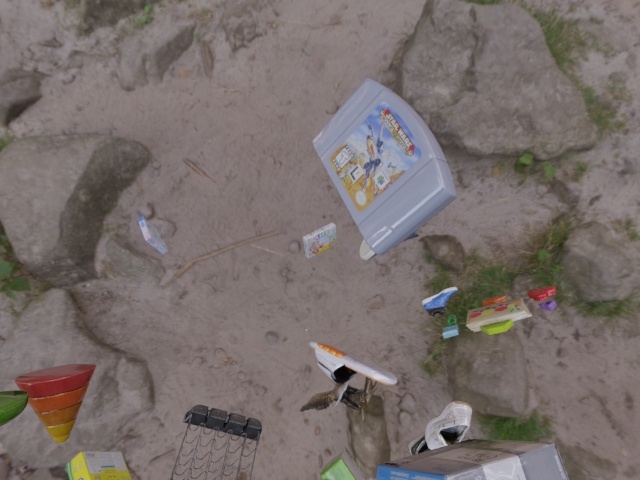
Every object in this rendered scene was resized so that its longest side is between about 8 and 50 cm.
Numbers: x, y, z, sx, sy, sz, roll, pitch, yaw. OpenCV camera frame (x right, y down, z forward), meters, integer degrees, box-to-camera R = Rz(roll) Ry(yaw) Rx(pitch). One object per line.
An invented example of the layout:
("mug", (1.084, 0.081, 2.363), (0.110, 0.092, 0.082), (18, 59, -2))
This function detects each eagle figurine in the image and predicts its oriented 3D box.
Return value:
("eagle figurine", (0.059, 0.559, 1.599), (0.299, 0.226, 0.224), (10, 110, 39))

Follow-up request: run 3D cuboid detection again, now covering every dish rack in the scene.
("dish rack", (-0.257, 0.544, 1.039), (0.209, 0.074, 0.271), (19, 40, -10))

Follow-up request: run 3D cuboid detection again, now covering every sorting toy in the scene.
("sorting toy", (-0.474, 0.288, 0.620), (0.127, 0.365, 0.125), (-5, 90, 10))

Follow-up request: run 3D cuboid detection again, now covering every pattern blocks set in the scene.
("pattern blocks set", (0.536, 0.222, 1.293), (0.325, 0.285, 0.026), (-20, 92, 32))

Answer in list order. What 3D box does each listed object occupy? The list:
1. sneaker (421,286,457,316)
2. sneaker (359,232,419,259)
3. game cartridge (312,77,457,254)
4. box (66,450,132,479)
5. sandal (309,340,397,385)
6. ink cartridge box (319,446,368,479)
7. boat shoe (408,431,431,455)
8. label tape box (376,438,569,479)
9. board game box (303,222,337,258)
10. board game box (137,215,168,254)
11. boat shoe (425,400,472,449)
("sneaker", (0.494, 0.251, 1.721), (0.152, 0.058, 0.084), (-25, 63, 4))
("sneaker", (0.320, -0.027, 1.800), (0.148, 0.131, 0.350), (33, 113, -28))
("game cartridge", (0.108, -0.148, 0.781), (0.062, 0.198, 0.297), (3, 50, -44))
("box", (-0.375, 0.466, 0.762), (0.043, 0.105, 0.179), (-43, 57, -3))
("sandal", (0.059, 0.311, 1.024), (0.102, 0.265, 0.076), (26, 81, -41))
("ink cartridge box", (0.103, 0.884, 1.571), (0.097, 0.255, 0.188), (-36, 73, -5))
("boat shoe", (0.456, 0.798, 1.722), (0.219, 0.070, 0.077), (-33, 94, -18))
("label tape box", (0.211, 0.434, 0.736), (0.334, 0.240, 0.105), (-4, 69, -21))
("board game box", (0.000, 0.000, 1.832), (0.154, 0.103, 0.026), (-27, 41, -26))
("board game box", (-0.487, -0.014, 1.245), (0.020, 0.090, 0.090), (-33, 57, -3))
("boat shoe", (0.417, 0.641, 1.418), (0.098, 0.276, 0.096), (15, 39, 2))
